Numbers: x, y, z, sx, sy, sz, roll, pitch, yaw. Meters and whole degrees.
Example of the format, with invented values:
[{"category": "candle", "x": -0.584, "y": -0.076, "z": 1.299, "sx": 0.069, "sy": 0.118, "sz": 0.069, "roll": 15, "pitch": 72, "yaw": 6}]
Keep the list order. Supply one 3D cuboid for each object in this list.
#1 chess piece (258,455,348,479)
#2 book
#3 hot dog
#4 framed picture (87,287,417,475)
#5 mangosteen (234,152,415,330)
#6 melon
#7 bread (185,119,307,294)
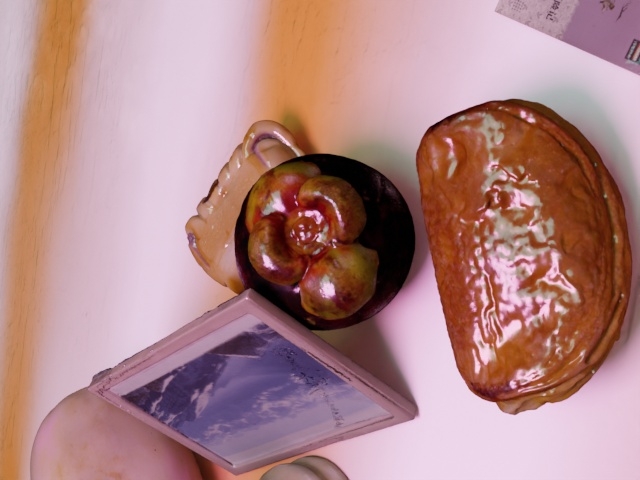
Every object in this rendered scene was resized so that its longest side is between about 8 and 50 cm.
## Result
[{"category": "chess piece", "x": -0.090, "y": 0.331, "z": 0.899, "sx": 0.144, "sy": 0.251, "sz": 0.145, "roll": -3, "pitch": 86, "yaw": 46}, {"category": "book", "x": 0.252, "y": -0.241, "z": 0.738, "sx": 0.181, "sy": 0.014, "sz": 0.127, "roll": 41, "pitch": 116, "yaw": 39}, {"category": "hot dog", "x": 0.178, "y": 0.014, "z": 0.733, "sx": 0.196, "sy": 0.122, "sz": 0.272, "roll": -23, "pitch": 76, "yaw": 45}, {"category": "framed picture", "x": -0.091, "y": 0.182, "z": 0.938, "sx": 0.335, "sy": 0.247, "sz": 0.022, "roll": -29, "pitch": 32, "yaw": 40}, {"category": "mangosteen", "x": 0.000, "y": 0.000, "z": 0.855, "sx": 0.209, "sy": 0.209, "sz": 0.210, "roll": -2, "pitch": 87, "yaw": 46}, {"category": "melon", "x": -0.278, "y": 0.341, "z": 1.113, "sx": 0.223, "sy": 0.223, "sz": 0.317, "roll": -56, "pitch": 52, "yaw": 29}, {"category": "bread", "x": -0.087, "y": -0.036, "z": 1.031, "sx": 0.225, "sy": 0.081, "sz": 0.134, "roll": -50, "pitch": 61, "yaw": 30}]
